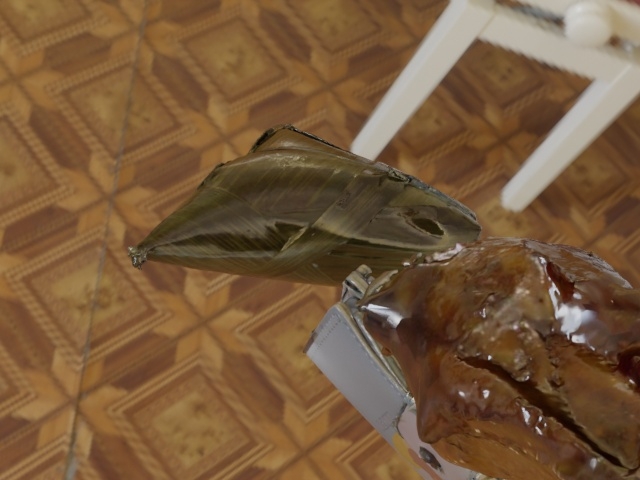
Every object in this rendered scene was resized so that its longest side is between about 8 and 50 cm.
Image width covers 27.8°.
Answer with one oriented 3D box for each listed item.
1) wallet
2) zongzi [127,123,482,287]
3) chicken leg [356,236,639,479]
[{"bbox_3d":[0.085,0.124,0.864,0.069,0.170,0.231,-42,83,-14],"label":"wallet"},{"bbox_3d":[0.000,0.000,1.031,0.221,0.112,0.242,20,26,19],"label":"zongzi"},{"bbox_3d":[0.107,0.071,0.466,0.113,0.304,0.093,-26,111,-8],"label":"chicken leg"}]
